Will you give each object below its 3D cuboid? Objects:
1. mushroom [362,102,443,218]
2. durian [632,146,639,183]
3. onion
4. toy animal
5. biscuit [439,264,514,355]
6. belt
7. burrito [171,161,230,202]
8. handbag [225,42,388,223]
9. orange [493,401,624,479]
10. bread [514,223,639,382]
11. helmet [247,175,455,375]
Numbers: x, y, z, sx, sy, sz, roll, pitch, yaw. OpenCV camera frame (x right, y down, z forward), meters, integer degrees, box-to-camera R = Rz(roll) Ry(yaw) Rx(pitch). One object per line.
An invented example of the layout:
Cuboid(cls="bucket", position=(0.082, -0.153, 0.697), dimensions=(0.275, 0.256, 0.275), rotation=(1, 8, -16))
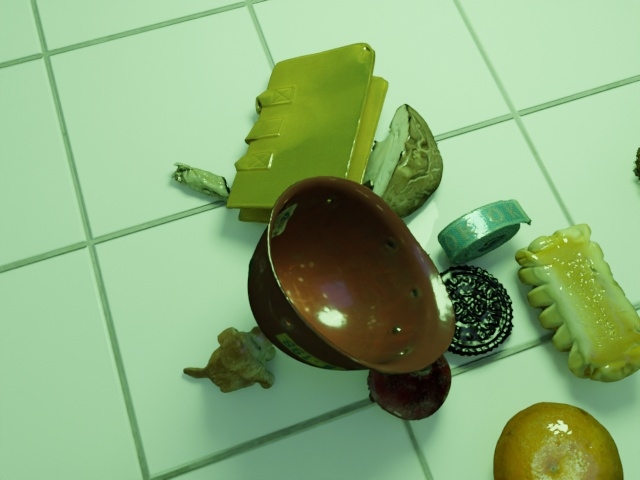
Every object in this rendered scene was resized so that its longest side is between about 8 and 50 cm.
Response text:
Cuboid(cls="mushroom", position=(0.186, -0.145, 1.293), dimensions=(0.151, 0.156, 0.285), rotation=(28, 70, -22))
Cuboid(cls="durian", position=(0.780, -0.179, 1.282), dimensions=(0.196, 0.196, 0.166), rotation=(-1, 34, -2))
Cuboid(cls="onion", position=(0.169, 0.247, 1.103), dimensions=(0.160, 0.195, 0.159), rotation=(1, 65, -3))
Cuboid(cls="toy animal", position=(-0.176, 0.222, 1.106), dimensions=(0.184, 0.185, 0.104), rotation=(-5, 72, -3))
Cuboid(cls="biscuit", position=(0.299, 0.141, 1.220), dimensions=(0.195, 0.053, 0.194), rotation=(1, 71, -2))
Cuboid(cls="belt", position=(0.324, -0.019, 1.233), dimensions=(0.163, 0.147, 0.082), rotation=(-9, 63, -36))
Cuboid(cls="burrito", position=(-0.252, -0.128, 1.304), dimensions=(0.149, 0.041, 0.055), rotation=(22, 85, 2))
Cuboid(cls="handbag", position=(-0.026, -0.219, 1.273), dimensions=(0.283, 0.133, 0.400), rotation=(4, 65, 24))
Cuboid(cls="orange", position=(0.418, 0.404, 1.071), dimensions=(0.224, 0.170, 0.223), rotation=(-9, 62, 17))
Cuboid(cls="bread", position=(0.513, 0.130, 1.194), dimensions=(0.173, 0.121, 0.311), rotation=(-19, 72, -5))
Cuboid(cls="helmet", position=(0.019, 0.095, 1.066), dimensions=(0.385, 0.230, 0.337), rotation=(32, 47, -21))
